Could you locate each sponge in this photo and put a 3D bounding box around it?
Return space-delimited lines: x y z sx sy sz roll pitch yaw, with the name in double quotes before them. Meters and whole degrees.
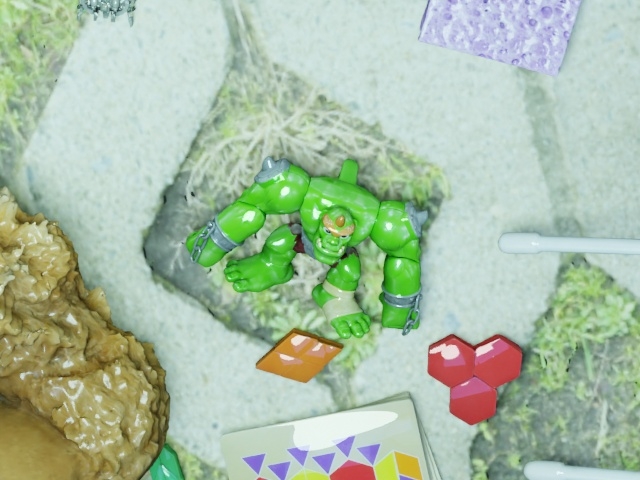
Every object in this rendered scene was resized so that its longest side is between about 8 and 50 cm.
"sponge" 0.162 -0.242 1.351 0.117 0.031 0.210 16 104 -2

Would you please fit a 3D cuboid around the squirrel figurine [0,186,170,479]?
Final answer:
"squirrel figurine" -0.339 0.132 1.380 0.370 0.281 0.397 42 88 2

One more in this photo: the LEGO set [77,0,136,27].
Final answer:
"LEGO set" -0.163 -0.201 1.376 0.054 0.023 0.083 36 103 -7

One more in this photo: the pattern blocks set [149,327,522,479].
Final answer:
"pattern blocks set" 0.017 0.210 1.473 0.325 0.026 0.285 -4 104 3

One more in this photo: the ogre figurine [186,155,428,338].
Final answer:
"ogre figurine" 0.000 0.000 1.391 0.197 0.097 0.118 29 122 10

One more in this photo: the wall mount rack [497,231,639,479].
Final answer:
"wall mount rack" 0.314 0.087 1.375 0.304 0.130 0.350 -9 104 -5
